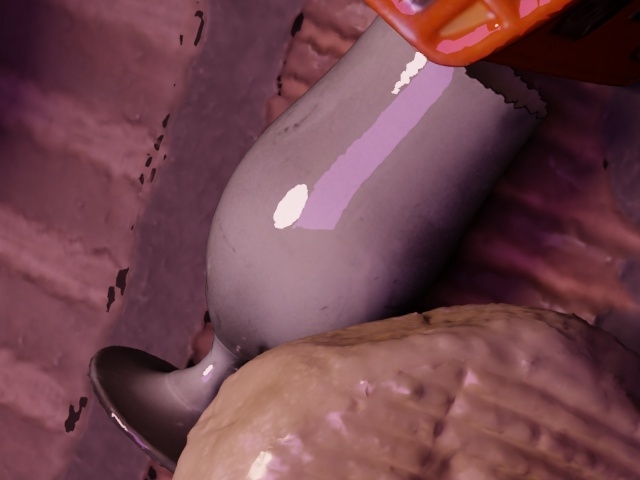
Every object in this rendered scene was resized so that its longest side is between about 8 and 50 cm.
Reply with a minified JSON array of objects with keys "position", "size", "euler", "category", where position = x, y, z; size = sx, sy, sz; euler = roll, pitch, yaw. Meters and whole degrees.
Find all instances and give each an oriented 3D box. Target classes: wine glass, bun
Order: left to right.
[{"position":[0.000,0.000,0.744],"size":[0.093,0.093,0.202],"euler":[43,105,18],"category":"wine glass"},{"position":[0.041,0.121,0.694],"size":[0.220,0.134,0.220],"euler":[-6,108,-18],"category":"bun"}]

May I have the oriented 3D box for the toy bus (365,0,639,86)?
[{"position":[0.065,-0.134,0.590],"size":[0.143,0.329,0.153],"euler":[-38,78,18],"category":"toy bus"}]
